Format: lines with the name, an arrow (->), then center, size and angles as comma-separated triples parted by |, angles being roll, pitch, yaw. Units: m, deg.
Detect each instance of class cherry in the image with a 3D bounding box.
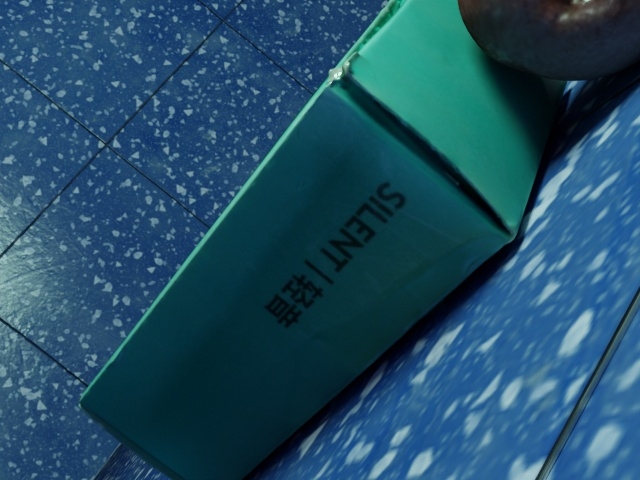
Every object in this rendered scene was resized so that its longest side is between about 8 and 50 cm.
cherry -> 0.128, -0.123, 0.460 | 0.126, 0.106, 0.086 | 6, -74, -54

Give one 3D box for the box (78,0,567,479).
box -> 0.000, 0.000, 0.563 | 0.311, 0.118, 0.205 | -48, 7, 37
